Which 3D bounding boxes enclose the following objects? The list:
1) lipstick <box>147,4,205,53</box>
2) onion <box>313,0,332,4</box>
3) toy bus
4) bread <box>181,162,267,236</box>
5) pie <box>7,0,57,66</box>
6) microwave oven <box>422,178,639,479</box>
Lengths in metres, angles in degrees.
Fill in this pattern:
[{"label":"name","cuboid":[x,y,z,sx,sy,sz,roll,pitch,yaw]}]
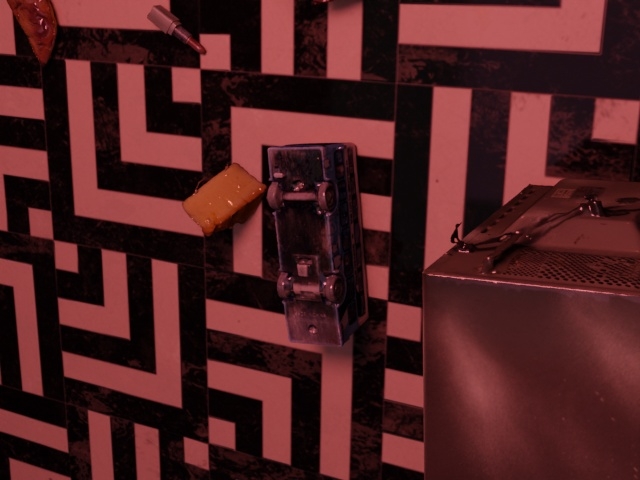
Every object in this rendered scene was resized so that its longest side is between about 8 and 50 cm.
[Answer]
[{"label":"lipstick","cuboid":[-0.222,-0.328,1.407,0.107,0.025,0.025,38,118,6]},{"label":"onion","cuboid":[0.010,-0.449,1.153,0.207,0.216,0.206,-15,76,26]},{"label":"toy bus","cuboid":[0.000,0.000,1.327,0.106,0.131,0.297,2,105,27]},{"label":"bread","cuboid":[-0.157,-0.067,1.404,0.084,0.109,0.080,43,123,15]},{"label":"pie","cuboid":[-0.492,-0.390,1.523,0.092,0.034,0.169,-34,87,34]},{"label":"microwave oven","cuboid":[0.299,0.121,1.032,0.236,0.432,0.374,4,107,26]}]
